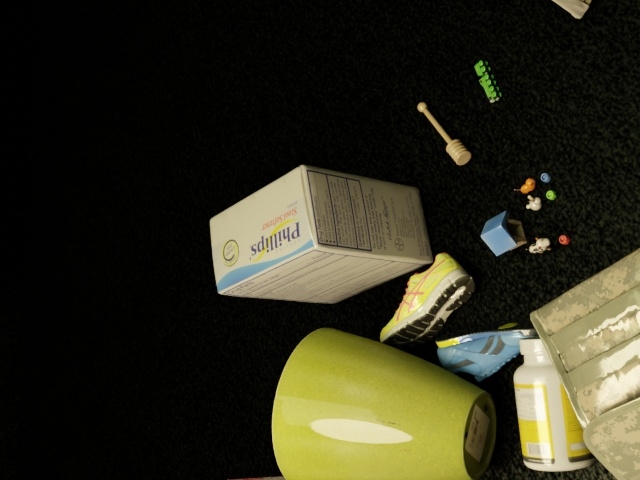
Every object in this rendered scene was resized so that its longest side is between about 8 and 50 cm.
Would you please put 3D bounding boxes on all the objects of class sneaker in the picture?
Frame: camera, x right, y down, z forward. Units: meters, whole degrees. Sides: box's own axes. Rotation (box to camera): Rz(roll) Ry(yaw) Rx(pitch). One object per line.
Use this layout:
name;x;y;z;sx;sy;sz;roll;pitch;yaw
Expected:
sneaker;0.278;0.174;1.395;0.209;0.069;0.082;-19;89;42
sneaker;0.174;0.104;1.514;0.208;0.081;0.094;-46;45;25

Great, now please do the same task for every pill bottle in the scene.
pill bottle;0.333;0.230;1.270;0.103;0.103;0.184;-10;84;47

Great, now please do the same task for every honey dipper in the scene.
honey dipper;0.211;-0.191;1.552;0.030;0.030;0.160;-56;45;26

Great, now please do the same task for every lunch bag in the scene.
lunch bag;0.443;0.167;1.131;0.235;0.169;0.287;-39;62;38

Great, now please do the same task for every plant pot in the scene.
plant pot;0.120;0.292;1.423;0.293;0.275;0.274;3;86;33

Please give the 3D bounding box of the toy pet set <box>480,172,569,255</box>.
toy pet set;0.311;-0.034;1.384;0.114;0.065;0.122;-32;60;40

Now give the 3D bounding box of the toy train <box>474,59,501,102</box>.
toy train;0.281;-0.268;1.494;0.024;0.017;0.083;-45;52;46

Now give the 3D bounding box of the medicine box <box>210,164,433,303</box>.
medicine box;0.000;0.000;1.556;0.263;0.289;0.149;-26;65;43

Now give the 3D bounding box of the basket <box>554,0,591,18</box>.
basket;0.357;-0.440;1.371;0.103;0.113;0.167;-54;48;22

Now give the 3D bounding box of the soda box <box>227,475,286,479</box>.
soda box;-0.057;0.473;1.557;0.092;0.263;0.083;45;115;42
